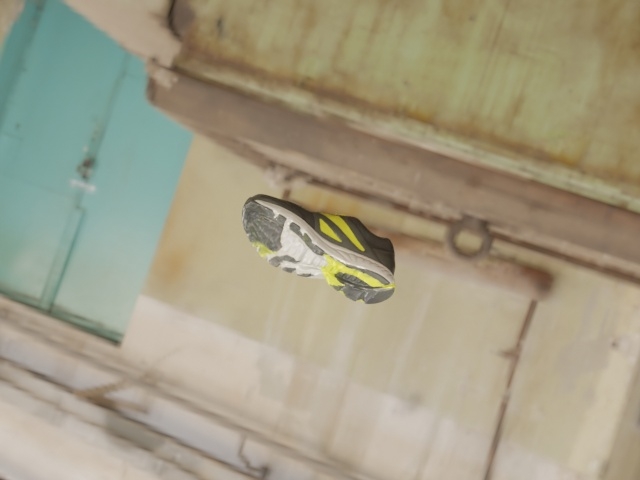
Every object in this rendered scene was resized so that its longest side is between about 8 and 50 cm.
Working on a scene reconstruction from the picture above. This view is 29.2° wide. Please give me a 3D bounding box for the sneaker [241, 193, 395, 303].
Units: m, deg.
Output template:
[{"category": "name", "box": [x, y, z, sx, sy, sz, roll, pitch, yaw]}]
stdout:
[{"category": "sneaker", "box": [0.000, 0.000, 0.592, 0.083, 0.035, 0.031, 31, 131, -12]}]
